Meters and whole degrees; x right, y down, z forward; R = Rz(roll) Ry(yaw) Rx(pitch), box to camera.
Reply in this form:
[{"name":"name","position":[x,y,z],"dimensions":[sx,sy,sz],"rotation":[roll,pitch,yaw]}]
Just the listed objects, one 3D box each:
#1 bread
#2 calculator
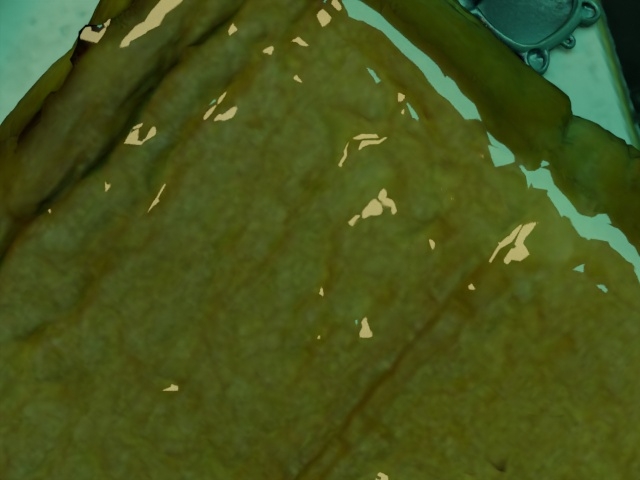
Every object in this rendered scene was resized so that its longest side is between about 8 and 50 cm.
[{"name":"bread","position":[-0.001,0.072,0.741],"dimensions":[0.328,0.148,0.337],"rotation":[38,109,3]},{"name":"calculator","position":[0.074,-0.143,0.940],"dimensions":[0.094,0.019,0.141],"rotation":[-40,80,-16]}]
